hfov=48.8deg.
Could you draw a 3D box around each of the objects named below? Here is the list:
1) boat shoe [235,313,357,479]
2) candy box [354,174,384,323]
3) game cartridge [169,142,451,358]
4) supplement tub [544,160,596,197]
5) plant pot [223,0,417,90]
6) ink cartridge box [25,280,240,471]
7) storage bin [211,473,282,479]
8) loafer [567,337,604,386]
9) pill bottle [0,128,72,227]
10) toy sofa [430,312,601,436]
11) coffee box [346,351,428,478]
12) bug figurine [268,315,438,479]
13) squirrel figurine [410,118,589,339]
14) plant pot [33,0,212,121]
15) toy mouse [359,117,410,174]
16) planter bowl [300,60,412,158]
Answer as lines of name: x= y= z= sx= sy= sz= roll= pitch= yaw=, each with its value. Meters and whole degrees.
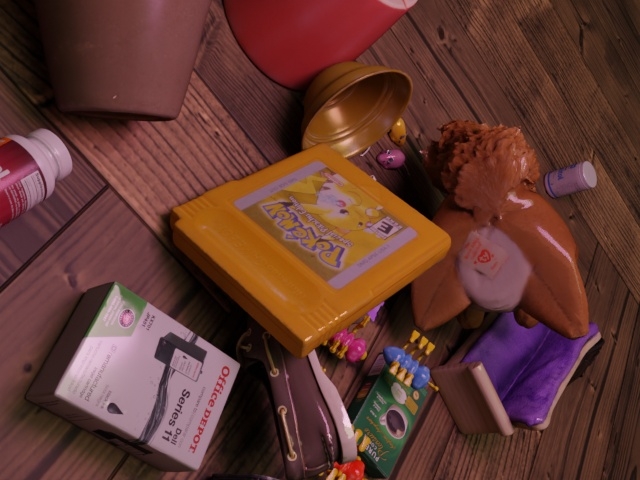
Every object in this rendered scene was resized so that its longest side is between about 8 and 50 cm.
boat shoe: x=-0.058 y=0.164 z=0.964 sx=0.097 sy=0.116 sz=0.324 roll=-18 pitch=62 yaw=-16
candy box: x=0.061 y=0.014 z=1.173 sx=0.165 sy=0.070 sz=0.196 roll=59 pitch=42 yaw=-21
game cartridge: x=-0.013 y=-0.008 z=1.012 sx=0.285 sy=0.052 sz=0.324 roll=39 pitch=45 yaw=23
supplement tub: x=0.618 y=-0.150 z=1.749 sx=0.071 sy=0.107 sz=0.071 roll=16 pitch=67 yaw=-40
plant pot: x=0.014 y=-0.418 z=1.161 sx=0.275 sy=0.243 sz=0.275 roll=15 pitch=68 yaw=-40
ink cartridge box: x=-0.219 y=0.171 z=0.863 sx=0.208 sy=0.087 sz=0.153 roll=40 pitch=54 yaw=-29
storage bin: x=-0.055 y=0.370 z=0.933 sx=0.180 sy=0.122 sz=0.084 roll=31 pitch=57 yaw=-34
loafer: x=0.582 y=0.269 z=1.620 sx=0.220 sy=0.080 sz=0.078 roll=-18 pitch=123 yaw=-46
pill bottle: x=-0.362 y=-0.067 z=0.801 sx=0.086 sy=0.086 sz=0.152 roll=57 pitch=46 yaw=-14
toy sofa: x=0.389 y=0.211 z=1.370 sx=0.362 sy=0.177 sz=0.150 roll=-36 pitch=103 yaw=-43
coffee box: x=0.104 y=0.285 z=1.169 sx=0.113 sy=0.040 sz=0.184 roll=51 pitch=48 yaw=-19
bug figurine: x=0.046 y=0.228 z=1.072 sx=0.216 sy=0.072 sz=0.279 roll=43 pitch=60 yaw=1
squirrel figurine: x=0.328 y=-0.034 z=1.285 sx=0.370 sy=0.281 sz=0.397 roll=-21 pitch=103 yaw=-66
plant pot: x=-0.249 y=-0.271 z=0.890 sx=0.263 sy=0.263 sz=0.229 roll=-3 pitch=97 yaw=-44
toy mouse: x=0.124 y=-0.189 z=1.343 sx=0.143 sy=0.031 sz=0.161 roll=-31 pitch=99 yaw=-44
planter bowl: x=0.040 y=-0.233 z=1.187 sx=0.217 sy=0.217 sz=0.090 roll=-9 pitch=57 yaw=-45
